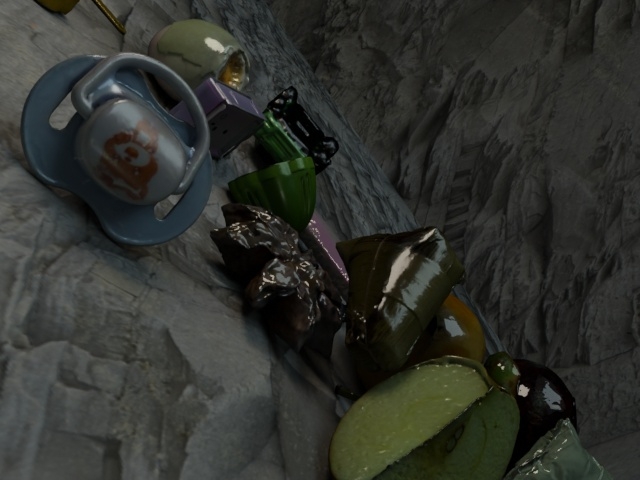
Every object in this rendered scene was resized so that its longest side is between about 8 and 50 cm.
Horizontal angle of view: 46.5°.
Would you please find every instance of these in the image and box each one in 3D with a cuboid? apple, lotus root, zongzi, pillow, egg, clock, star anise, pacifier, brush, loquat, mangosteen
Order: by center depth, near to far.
[{"bbox_3d":[-0.279,-0.130,1.033,0.279,0.227,0.207,46,-24,-29],"label":"pacifier"},{"bbox_3d":[0.155,0.324,1.143,0.346,0.179,0.254,-29,66,-33],"label":"apple"},{"bbox_3d":[-0.064,0.061,1.302,0.331,0.118,0.331,50,18,-23],"label":"star anise"},{"bbox_3d":[0.074,0.099,1.344,0.274,0.300,0.145,-51,126,-32],"label":"zongzi"},{"bbox_3d":[0.192,0.217,1.458,0.263,0.263,0.263,49,15,-17],"label":"loquat"},{"bbox_3d":[-0.209,-0.242,1.504,0.073,0.145,0.193,56,14,13],"label":"clock"},{"bbox_3d":[-0.079,-0.068,1.521,0.186,0.186,0.186,49,15,-17],"label":"lotus root"},{"bbox_3d":[-0.488,-0.525,1.576,0.218,0.010,0.082,50,14,-17],"label":"brush"},{"bbox_3d":[-0.268,-0.375,1.577,0.217,0.183,0.183,22,0,25],"label":"egg"},{"bbox_3d":[0.519,0.569,1.627,0.310,0.283,0.138,46,-9,-26],"label":"pillow"},{"bbox_3d":[0.464,0.425,1.793,0.311,0.311,0.311,49,15,-17],"label":"mangosteen"}]

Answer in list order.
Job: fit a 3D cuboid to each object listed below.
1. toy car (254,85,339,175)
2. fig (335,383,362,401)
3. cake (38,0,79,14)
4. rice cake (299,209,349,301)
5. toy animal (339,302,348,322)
[{"bbox_3d":[-0.082,-0.259,1.924,0.213,0.176,0.358,50,18,-10],"label":"toy car"},{"bbox_3d":[0.126,0.324,1.304,0.236,0.124,0.124,43,14,3],"label":"fig"},{"bbox_3d":[-0.480,-0.477,1.291,0.185,0.116,0.079,48,16,-37],"label":"cake"},{"bbox_3d":[0.000,0.000,1.663,0.073,0.056,0.365,-8,50,-40],"label":"rice cake"},{"bbox_3d":[0.076,0.144,1.654,0.220,0.062,0.108,4,52,-55],"label":"toy animal"}]
